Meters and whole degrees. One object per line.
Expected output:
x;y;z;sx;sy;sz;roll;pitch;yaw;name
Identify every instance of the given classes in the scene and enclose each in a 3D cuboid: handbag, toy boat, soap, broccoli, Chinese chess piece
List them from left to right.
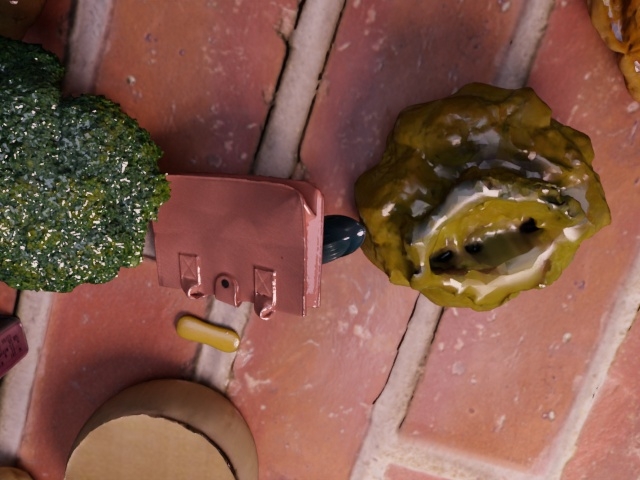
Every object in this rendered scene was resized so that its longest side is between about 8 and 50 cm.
-0.282;-0.076;0.518;0.268;0.242;0.262;0;109;4;broccoli
-0.207;0.310;0.656;0.249;0.103;0.250;0;101;1;Chinese chess piece
-0.151;0.126;0.665;0.089;0.012;0.034;21;101;-3;soap
-0.101;0.002;0.578;0.212;0.059;0.158;8;105;25;handbag
0.000;0.000;0.594;0.141;0.060;0.055;-14;104;47;toy boat

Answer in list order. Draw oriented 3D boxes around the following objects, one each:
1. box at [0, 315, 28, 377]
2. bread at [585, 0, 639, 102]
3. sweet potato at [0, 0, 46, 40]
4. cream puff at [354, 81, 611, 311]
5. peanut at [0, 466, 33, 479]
-0.456;0.164;0.567;0.120;0.224;0.069;-4;106;3;box
0.414;-0.252;0.536;0.198;0.120;0.236;-36;99;5;bread
-0.410;-0.402;0.516;0.130;0.130;0.423;-30;92;6;sweet potato
0.176;-0.040;0.547;0.281;0.185;0.282;0;97;1;cream puff
-0.405;0.463;0.668;0.147;0.147;0.319;-12;98;3;peanut
